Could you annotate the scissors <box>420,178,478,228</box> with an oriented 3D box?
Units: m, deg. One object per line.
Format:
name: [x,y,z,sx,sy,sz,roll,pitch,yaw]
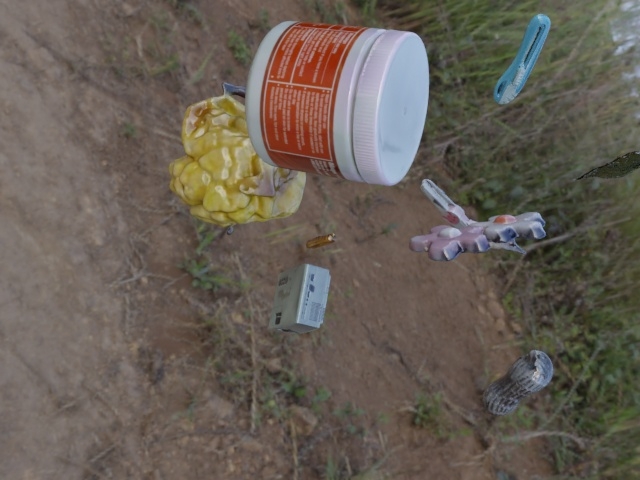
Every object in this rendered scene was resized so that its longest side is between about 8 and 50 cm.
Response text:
scissors: [0.331,-0.063,1.754,0.242,0.118,0.031,43,62,-18]

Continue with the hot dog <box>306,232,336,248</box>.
hot dog: [0.000,0.000,2.226,0.049,0.122,0.037,-5,78,-51]

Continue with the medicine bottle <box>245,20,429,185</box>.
medicine bottle: [0.031,-0.232,1.190,0.252,0.240,0.253,-42,138,-52]

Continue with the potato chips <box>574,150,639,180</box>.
potato chips: [0.691,-0.170,1.614,0.142,0.209,0.026,84,-2,-73]

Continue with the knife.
knife: [0.440,-0.391,1.544,0.031,0.064,0.222,-99,-160,-44]

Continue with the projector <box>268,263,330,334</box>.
projector: [-0.038,0.112,1.306,0.147,0.061,0.115,155,-50,-65]

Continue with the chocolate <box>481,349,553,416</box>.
chocolate: [0.553,0.404,1.980,0.110,0.248,0.110,27,33,-19]

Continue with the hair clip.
hair clip: [0.290,-0.005,1.276,0.146,0.256,0.075,-136,-136,-64]

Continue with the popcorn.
popcorn: [-0.202,-0.200,1.766,0.349,0.348,0.382,-37,127,-83]
